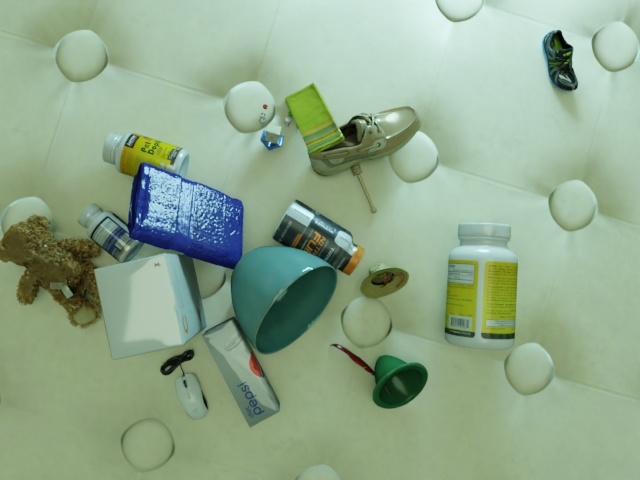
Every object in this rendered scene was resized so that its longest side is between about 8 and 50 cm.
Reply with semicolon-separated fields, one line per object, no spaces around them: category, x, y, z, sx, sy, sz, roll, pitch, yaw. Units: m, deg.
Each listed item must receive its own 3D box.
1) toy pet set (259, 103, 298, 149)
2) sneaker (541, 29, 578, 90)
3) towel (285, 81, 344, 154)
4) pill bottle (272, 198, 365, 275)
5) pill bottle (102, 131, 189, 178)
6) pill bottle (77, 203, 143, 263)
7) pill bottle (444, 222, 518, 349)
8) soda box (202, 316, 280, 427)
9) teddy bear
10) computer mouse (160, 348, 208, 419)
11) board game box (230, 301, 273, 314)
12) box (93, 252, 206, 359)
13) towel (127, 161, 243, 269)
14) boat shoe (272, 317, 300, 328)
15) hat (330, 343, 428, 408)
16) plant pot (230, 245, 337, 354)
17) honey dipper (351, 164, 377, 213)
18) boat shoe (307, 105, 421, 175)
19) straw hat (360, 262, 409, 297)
toy pet set;-0.122;-0.317;1.621;0.122;0.065;0.114;15;52;-5
sneaker;0.704;-0.525;1.653;0.067;0.078;0.188;-19;90;-3
towel;-0.021;-0.342;1.571;0.102;0.021;0.237;-25;58;2
pill bottle;0.000;0.000;1.570;0.245;0.130;0.130;31;87;-2
pill bottle;-0.480;-0.225;1.557;0.214;0.117;0.117;17;87;-3
pill bottle;-0.578;-0.022;1.556;0.169;0.094;0.094;40;86;-1
pill bottle;0.445;0.122;1.561;0.187;0.188;0.334;4;88;-3
soda box;-0.217;0.359;1.564;0.098;0.091;0.286;-27;90;-4
teddy bear;-0.711;0.086;1.551;0.337;0.113;0.245;26;94;-10
computer mouse;-0.369;0.411;1.578;0.106;0.042;0.193;-24;89;-5
board game box;-0.194;0.190;1.607;0.090;0.020;0.090;-33;90;-6
box;-0.415;0.155;1.434;0.168;0.345;0.215;-12;88;-4
towel;-0.349;-0.055;1.483;0.308;0.076;0.228;20;53;-33
boat shoe;-0.105;0.238;1.607;0.100;0.035;0.035;-1;61;1
hat;0.181;0.352;1.621;0.173;0.183;0.208;-40;132;3
plant pot;-0.124;0.126;1.498;0.195;0.290;0.290;40;86;26
honey dipper;0.127;-0.154;1.633;0.030;0.030;0.161;-25;92;-4
boat shoe;0.126;-0.292;1.578;0.341;0.110;0.122;-28;62;-2
straw hat;0.174;0.099;1.607;0.144;0.145;0.061;-14;51;-4
